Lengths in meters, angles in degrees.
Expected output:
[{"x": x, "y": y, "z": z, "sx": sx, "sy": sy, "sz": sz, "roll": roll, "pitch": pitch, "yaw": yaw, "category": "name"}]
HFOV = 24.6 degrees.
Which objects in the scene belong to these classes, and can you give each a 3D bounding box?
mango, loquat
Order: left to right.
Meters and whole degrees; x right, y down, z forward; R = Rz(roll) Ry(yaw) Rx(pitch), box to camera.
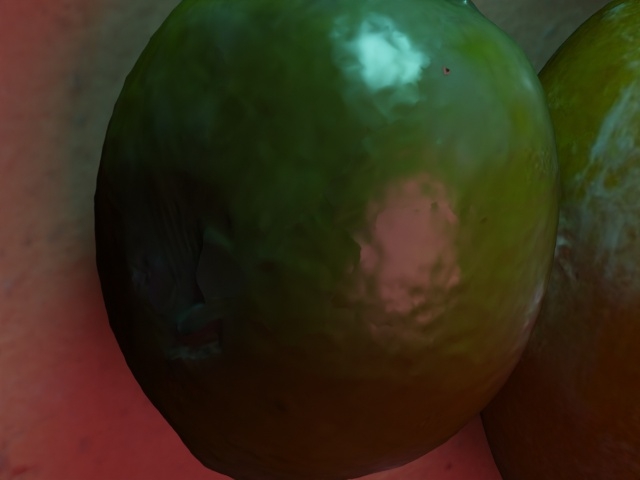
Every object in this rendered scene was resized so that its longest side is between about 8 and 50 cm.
[{"x": 0.000, "y": 0.000, "z": 0.474, "sx": 0.152, "sy": 0.152, "sz": 0.195, "roll": 5, "pitch": 112, "yaw": -37, "category": "loquat"}, {"x": 0.170, "y": 0.052, "z": 0.601, "sx": 0.221, "sy": 0.199, "sz": 0.384, "roll": -23, "pitch": 142, "yaw": -13, "category": "mango"}]
